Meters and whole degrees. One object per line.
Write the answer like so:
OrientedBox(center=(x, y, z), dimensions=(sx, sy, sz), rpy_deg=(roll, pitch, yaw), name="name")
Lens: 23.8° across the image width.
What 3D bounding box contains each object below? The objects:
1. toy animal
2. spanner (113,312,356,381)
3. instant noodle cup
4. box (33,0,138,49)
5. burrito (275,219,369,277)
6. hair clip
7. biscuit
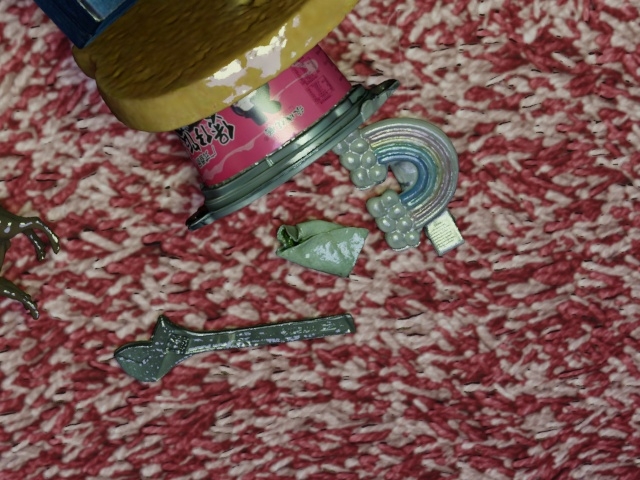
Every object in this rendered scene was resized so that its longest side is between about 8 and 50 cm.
OrientedBox(center=(-0.435, 0.048, 1.862), dimensions=(0.186, 0.094, 0.214), rpy_deg=(16, 99, -24), name="toy animal")
OrientedBox(center=(-0.110, 0.131, 2.003), dimensions=(0.325, 0.026, 0.093), rpy_deg=(-6, 113, -13), name="spanner")
OrientedBox(center=(-0.080, -0.169, 1.792), dimensions=(0.302, 0.258, 0.181), rpy_deg=(-37, 100, -11), name="instant noodle cup")
OrientedBox(center=(-0.233, -0.389, 1.584), dimensions=(0.261, 0.116, 0.279), rpy_deg=(48, 67, -8), name="box")
OrientedBox(center=(-0.001, 0.003, 1.970), dimensions=(0.118, 0.044, 0.074), rpy_deg=(16, 103, -21), name="burrito")
OrientedBox(center=(0.118, -0.076, 1.973), dimensions=(0.140, 0.054, 0.220), rpy_deg=(-29, 111, 5), name="hair clip")
OrientedBox(center=(-0.092, -0.269, 1.668), dimensions=(0.385, 0.365, 0.062), rpy_deg=(-42, 126, -10), name="biscuit")
